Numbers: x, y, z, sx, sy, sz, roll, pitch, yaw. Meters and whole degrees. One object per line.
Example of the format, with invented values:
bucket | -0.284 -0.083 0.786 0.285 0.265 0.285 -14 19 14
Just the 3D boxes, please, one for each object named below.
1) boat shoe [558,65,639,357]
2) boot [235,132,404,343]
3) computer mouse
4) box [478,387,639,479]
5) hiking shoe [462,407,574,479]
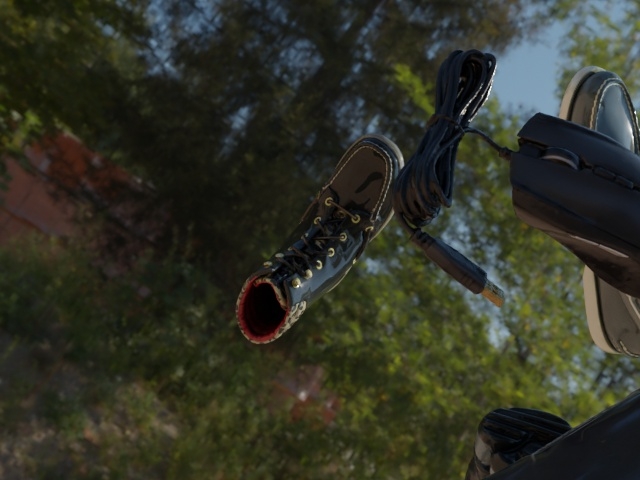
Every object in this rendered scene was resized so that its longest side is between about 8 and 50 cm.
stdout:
boat shoe | 0.325 -0.025 1.032 0.099 0.116 0.319 10 -63 53
boot | 0.001 0.002 1.120 0.085 0.236 0.178 35 33 9
computer mouse | 0.177 -0.017 0.723 0.262 0.184 0.060 37 -31 -12
box | 0.380 0.217 0.362 0.480 0.472 0.297 52 16 -10
hiking shoe | 0.177 0.272 0.722 0.113 0.132 0.304 4 42 -12
